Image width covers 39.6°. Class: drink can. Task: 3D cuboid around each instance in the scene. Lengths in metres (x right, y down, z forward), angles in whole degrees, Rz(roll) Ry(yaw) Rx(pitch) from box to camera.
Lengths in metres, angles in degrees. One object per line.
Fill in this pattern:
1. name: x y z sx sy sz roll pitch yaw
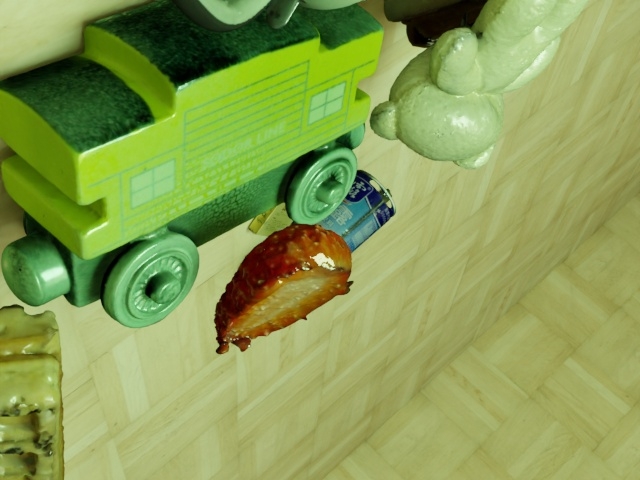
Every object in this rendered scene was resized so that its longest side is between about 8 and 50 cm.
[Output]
1. drink can: 0.000 0.000 1.338 0.235 0.097 0.097 -41 157 -16

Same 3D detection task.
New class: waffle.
1. waffle: -0.381 0.217 0.853 0.261 0.114 0.376 0 138 -16

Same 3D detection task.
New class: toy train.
1. toy train: -0.115 -0.102 0.874 0.442 0.179 0.272 -31 144 -36

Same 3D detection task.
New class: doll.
1. doll: 0.181 -0.208 0.978 0.175 0.149 0.278 18 138 -24

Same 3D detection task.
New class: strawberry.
1. strawberry: -0.052 0.041 0.883 0.121 0.082 0.188 1 150 -44

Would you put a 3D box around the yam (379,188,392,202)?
1. yam: 0.033 -0.010 1.470 0.234 0.027 0.029 -39 147 -19

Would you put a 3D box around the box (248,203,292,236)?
1. box: -0.038 -0.066 1.256 0.149 0.020 0.073 -52 156 11

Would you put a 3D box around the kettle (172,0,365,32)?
1. kettle: -0.044 -0.278 0.687 0.240 0.165 0.255 -62 156 4

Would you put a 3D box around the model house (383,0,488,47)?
1. model house: 0.195 -0.339 1.060 0.229 0.220 0.199 12 76 -71
